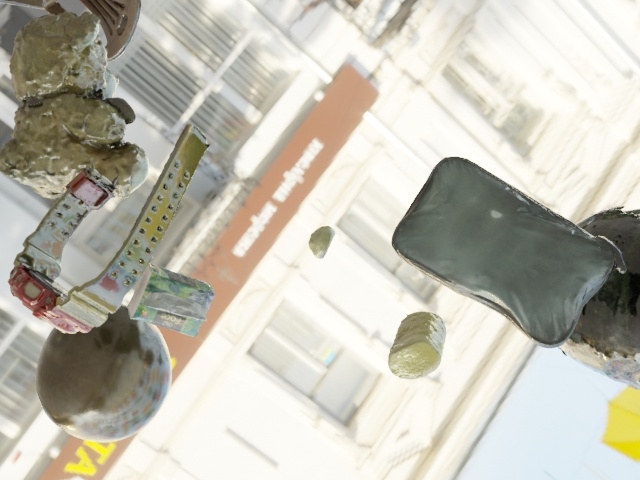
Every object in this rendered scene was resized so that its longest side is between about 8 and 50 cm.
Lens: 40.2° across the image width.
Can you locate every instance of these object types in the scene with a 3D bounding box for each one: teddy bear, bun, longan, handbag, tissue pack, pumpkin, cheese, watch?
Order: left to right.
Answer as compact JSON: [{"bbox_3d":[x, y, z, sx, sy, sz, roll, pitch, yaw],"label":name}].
[{"bbox_3d":[-0.358,-0.189,1.218,0.267,0.156,0.256,0,-95,43],"label":"teddy bear"},{"bbox_3d":[-0.398,0.240,1.608,0.258,0.258,0.258,-43,-161,19],"label":"longan"},{"bbox_3d":[-0.248,-0.023,1.011,0.165,0.102,0.268,17,-107,39],"label":"watch"},{"bbox_3d":[-0.232,0.098,1.373,0.085,0.111,0.079,-65,-156,9],"label":"tissue pack"},{"bbox_3d":[0.000,0.000,2.110,0.086,0.054,0.086,-63,179,-1],"label":"bun"},{"bbox_3d":[0.215,0.228,1.935,0.123,0.094,0.167,-19,-165,20],"label":"cheese"},{"bbox_3d":[0.280,0.015,1.333,0.192,0.332,0.075,-57,163,-4],"label":"handbag"},{"bbox_3d":[0.613,0.101,1.556,0.454,0.454,0.344,-152,-105,-71],"label":"pumpkin"}]

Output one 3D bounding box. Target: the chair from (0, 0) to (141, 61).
[{"bbox_3d":[-0.473,-0.460,1.506,0.183,0.326,0.176,-6,137,-48],"label":"chair"}]
